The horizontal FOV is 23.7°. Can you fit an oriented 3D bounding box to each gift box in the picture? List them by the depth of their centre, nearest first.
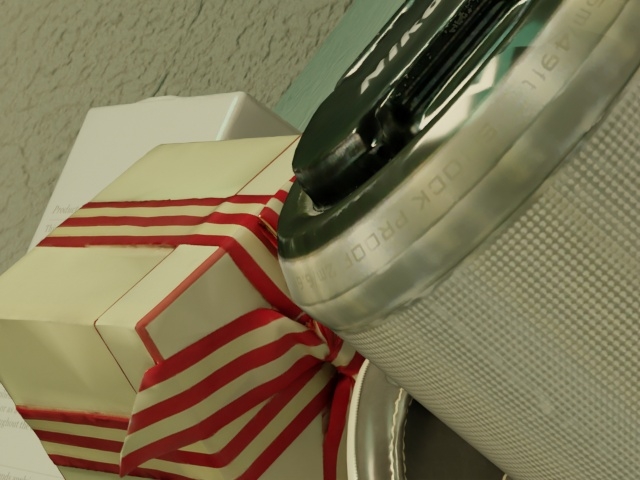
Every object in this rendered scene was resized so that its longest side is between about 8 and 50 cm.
[{"bbox_3d":[-0.063,0.094,1.047,0.258,0.255,0.276,-1,40,47],"label":"gift box"}]

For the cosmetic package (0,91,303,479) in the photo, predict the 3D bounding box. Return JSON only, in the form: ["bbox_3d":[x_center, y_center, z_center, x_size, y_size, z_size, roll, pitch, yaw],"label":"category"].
[{"bbox_3d":[-0.161,0.112,1.286,0.230,0.161,0.453,1,64,48],"label":"cosmetic package"}]

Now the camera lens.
[{"bbox_3d":[0.137,0.004,0.608,0.219,0.274,0.219,-48,12,13],"label":"camera lens"}]

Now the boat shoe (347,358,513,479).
[{"bbox_3d":[0.109,0.062,0.959,0.095,0.112,0.335,-42,11,40],"label":"boat shoe"}]
